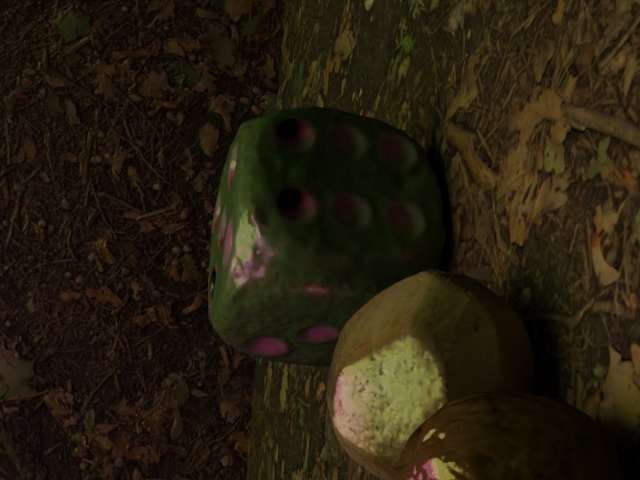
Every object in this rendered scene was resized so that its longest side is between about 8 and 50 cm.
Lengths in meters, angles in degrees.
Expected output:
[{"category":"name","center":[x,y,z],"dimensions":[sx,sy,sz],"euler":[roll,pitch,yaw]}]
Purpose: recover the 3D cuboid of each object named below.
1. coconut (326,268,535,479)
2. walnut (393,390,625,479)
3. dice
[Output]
[{"category":"coconut","center":[0.132,0.163,1.072],"dimensions":[0.259,0.259,0.259],"euler":[-173,90,-76]},{"category":"walnut","center":[0.172,0.233,0.861],"dimensions":[0.213,0.213,0.213],"euler":[-173,90,-76]},{"category":"dice","center":[0.000,0.000,1.452],"dimensions":[0.330,0.322,0.318],"euler":[121,153,-56]}]
